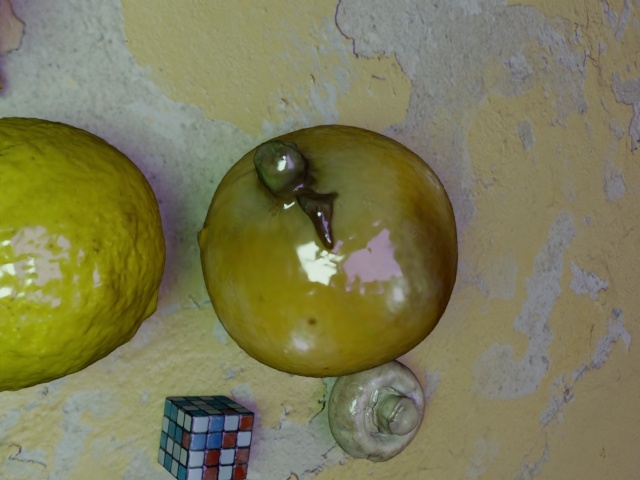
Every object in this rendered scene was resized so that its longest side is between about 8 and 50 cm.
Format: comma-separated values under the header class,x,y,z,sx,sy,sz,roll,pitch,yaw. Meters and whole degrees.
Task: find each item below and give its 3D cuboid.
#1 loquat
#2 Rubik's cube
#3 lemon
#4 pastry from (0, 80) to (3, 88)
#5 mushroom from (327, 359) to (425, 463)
class,x,y,z,sx,sy,sz,roll,pitch,yaw
loquat,0.000,0.000,0.884,0.328,0.328,0.359,-57,148,-16
Rubik's cube,-0.153,0.263,0.953,0.092,0.092,0.092,7,91,-35
lemon,-0.292,0.011,0.728,0.322,0.268,0.268,-26,115,-71
pastry,-0.393,-0.221,0.763,0.079,0.056,0.140,-12,108,-26
mushroom,0.090,0.263,1.104,0.166,0.127,0.166,-6,102,-29
